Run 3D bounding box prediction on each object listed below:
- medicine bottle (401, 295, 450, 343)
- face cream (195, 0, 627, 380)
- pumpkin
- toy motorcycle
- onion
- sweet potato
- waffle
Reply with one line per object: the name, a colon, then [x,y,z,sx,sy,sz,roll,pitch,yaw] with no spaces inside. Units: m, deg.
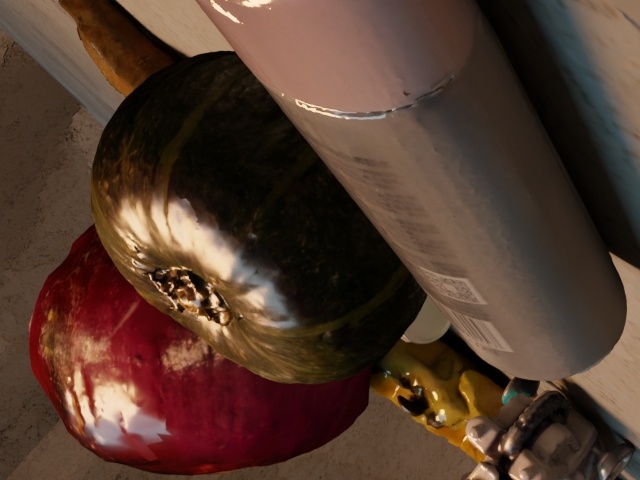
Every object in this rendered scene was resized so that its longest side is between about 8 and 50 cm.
medicine bottle: [0.065,0.047,1.083,0.074,0.055,0.118,45,175,-24]
face cream: [0.041,-0.035,0.466,0.107,0.073,0.269,31,169,40]
pumpkin: [-0.034,-0.014,0.762,0.224,0.157,0.223,36,158,17]
toy motorcycle: [0.170,0.211,1.056,0.110,0.171,0.260,37,176,28]
onion: [-0.120,0.037,1.213,0.348,0.348,0.385,-166,65,-79]
sweet potato: [-0.140,-0.137,1.074,0.233,0.062,0.081,43,161,27]
waffle: [0.185,0.211,1.396,0.382,0.095,0.379,38,175,12]
